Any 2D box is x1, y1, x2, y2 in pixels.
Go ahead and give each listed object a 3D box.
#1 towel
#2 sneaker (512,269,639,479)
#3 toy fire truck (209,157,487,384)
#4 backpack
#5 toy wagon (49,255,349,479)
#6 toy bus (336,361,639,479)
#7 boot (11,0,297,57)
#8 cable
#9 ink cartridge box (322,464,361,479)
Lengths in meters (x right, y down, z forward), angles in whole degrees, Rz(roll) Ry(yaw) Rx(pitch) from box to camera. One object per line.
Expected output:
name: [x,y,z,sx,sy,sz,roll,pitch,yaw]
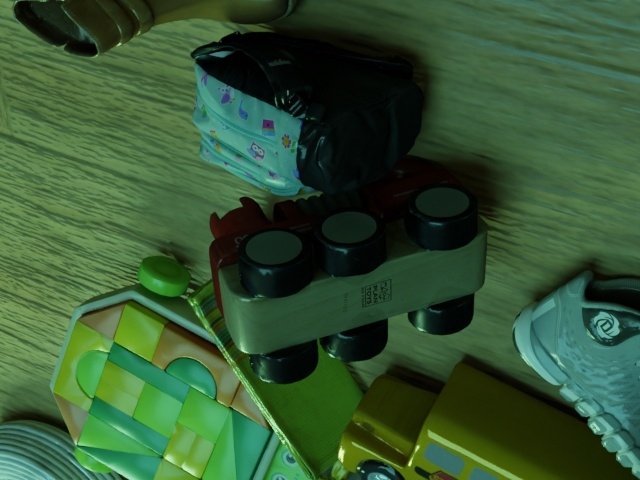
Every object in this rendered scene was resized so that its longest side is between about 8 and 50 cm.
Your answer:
towel: [-0.032,0.125,1.052,0.237,0.102,0.021,58,164,-15]
sneaker: [0.279,0.114,0.858,0.229,0.086,0.132,40,133,0]
toy fire truck: [0.000,0.000,0.905,0.246,0.217,0.158,-124,24,-50]
backpack: [-0.027,-0.105,0.843,0.182,0.152,0.115,24,119,33]
toy wagon: [-0.128,0.188,1.124,0.345,0.068,0.267,28,114,11]
toy bus: [0.188,0.224,0.981,0.333,0.108,0.130,26,134,13]
boot: [-0.133,-0.190,0.836,0.197,0.152,0.072,15,130,22]
cable: [-0.387,0.366,1.471,0.257,0.089,0.257,37,135,3]
ink cartridge box: [-0.040,0.346,1.154,0.148,0.203,0.085,-1,123,33]
